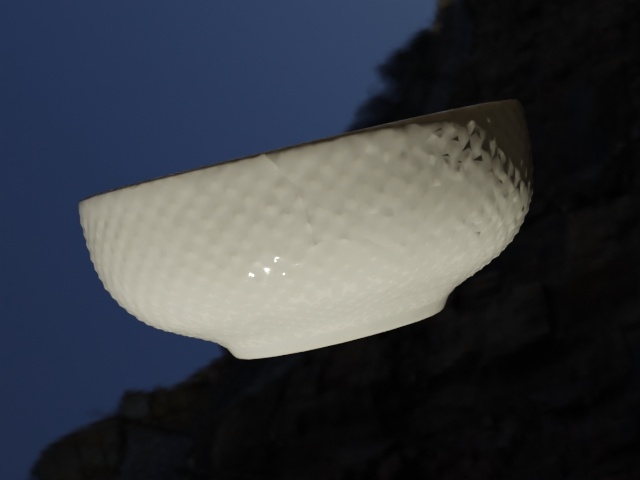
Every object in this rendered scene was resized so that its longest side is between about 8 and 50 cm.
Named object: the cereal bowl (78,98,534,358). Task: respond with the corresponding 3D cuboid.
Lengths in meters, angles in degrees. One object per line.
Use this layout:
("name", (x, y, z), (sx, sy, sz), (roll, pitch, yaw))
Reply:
("cereal bowl", (0.000, 0.000, 1.122), (0.339, 0.339, 0.141), (-19, -84, -70))
